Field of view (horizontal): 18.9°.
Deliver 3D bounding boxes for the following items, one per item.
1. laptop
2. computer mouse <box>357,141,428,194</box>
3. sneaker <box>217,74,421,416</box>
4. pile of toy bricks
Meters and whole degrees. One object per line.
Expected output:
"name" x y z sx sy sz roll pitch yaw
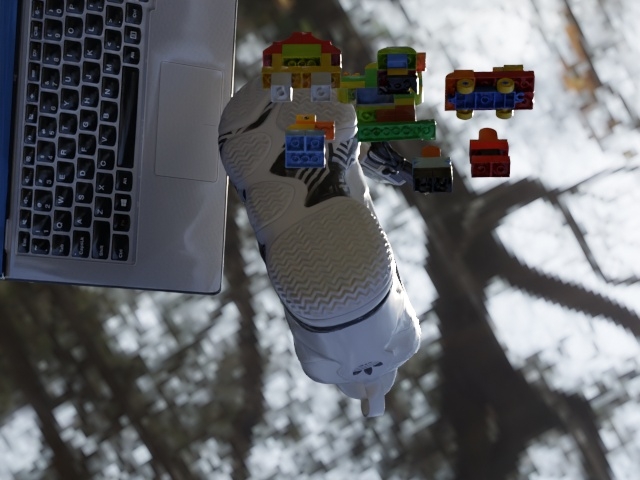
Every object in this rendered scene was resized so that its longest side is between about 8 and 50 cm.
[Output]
"laptop" -0.187 -0.149 1.770 0.408 0.382 0.236 6 176 -38
"computer mouse" 0.075 -0.099 2.317 0.042 0.106 0.193 -62 -160 -3
"sneaker" 0.000 0.000 1.868 0.137 0.210 0.366 -17 -137 0
"pile of toy bricks" 0.061 -0.115 1.537 0.212 0.118 0.105 0 -143 1
